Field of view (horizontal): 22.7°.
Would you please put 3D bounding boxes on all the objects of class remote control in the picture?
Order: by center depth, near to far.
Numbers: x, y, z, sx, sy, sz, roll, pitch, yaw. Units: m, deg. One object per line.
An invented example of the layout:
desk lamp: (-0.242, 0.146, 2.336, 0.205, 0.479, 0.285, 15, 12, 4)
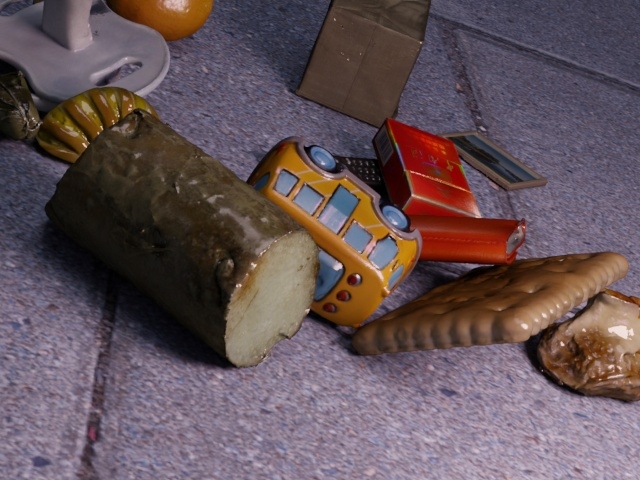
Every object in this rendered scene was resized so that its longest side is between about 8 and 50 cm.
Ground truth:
remote control: (0.036, -0.088, 2.099, 0.245, 0.025, 0.063, 3, 33, -38)

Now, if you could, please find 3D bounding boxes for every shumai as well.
shumai: (0.328, 0.113, 1.844, 0.145, 0.116, 0.145, 19, 27, -10)

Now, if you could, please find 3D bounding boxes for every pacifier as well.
pacifier: (-0.319, -0.275, 1.957, 0.279, 0.207, 0.227, 35, 45, 25)

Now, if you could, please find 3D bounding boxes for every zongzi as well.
zongzi: (-0.387, -0.151, 1.834, 0.119, 0.055, 0.109, -2, 35, -23)

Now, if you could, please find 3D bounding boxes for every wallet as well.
wallet: (0.135, -0.003, 1.899, 0.204, 0.045, 0.142, 3, 12, 16)

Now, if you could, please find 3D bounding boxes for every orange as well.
orange: (-0.229, -0.361, 2.280, 0.159, 0.136, 0.159, 16, 25, -8)

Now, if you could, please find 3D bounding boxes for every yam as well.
yam: (-0.148, -0.014, 1.641, 0.304, 0.168, 0.168, 37, 28, 23)

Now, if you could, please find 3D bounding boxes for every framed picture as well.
framed picture: (0.253, -0.119, 2.364, 0.149, 0.011, 0.109, 38, 28, 29)

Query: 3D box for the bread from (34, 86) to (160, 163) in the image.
bread: (-0.247, -0.135, 1.874, 0.157, 0.094, 0.083, 12, 22, -41)

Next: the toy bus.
toy bus: (0.000, 0.000, 1.748, 0.209, 0.126, 0.136, 38, 33, -4)

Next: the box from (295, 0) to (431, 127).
box: (0.070, -0.289, 2.379, 0.155, 0.149, 0.231, 22, 25, -2)

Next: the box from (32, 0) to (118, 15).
box: (-0.336, -0.299, 2.187, 0.126, 0.031, 0.091, 14, 27, -19)

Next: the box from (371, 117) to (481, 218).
box: (0.138, -0.082, 2.107, 0.112, 0.048, 0.175, 18, 33, -25)

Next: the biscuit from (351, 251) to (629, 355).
biscuit: (0.195, 0.064, 1.781, 0.217, 0.044, 0.325, -9, 7, 34)
